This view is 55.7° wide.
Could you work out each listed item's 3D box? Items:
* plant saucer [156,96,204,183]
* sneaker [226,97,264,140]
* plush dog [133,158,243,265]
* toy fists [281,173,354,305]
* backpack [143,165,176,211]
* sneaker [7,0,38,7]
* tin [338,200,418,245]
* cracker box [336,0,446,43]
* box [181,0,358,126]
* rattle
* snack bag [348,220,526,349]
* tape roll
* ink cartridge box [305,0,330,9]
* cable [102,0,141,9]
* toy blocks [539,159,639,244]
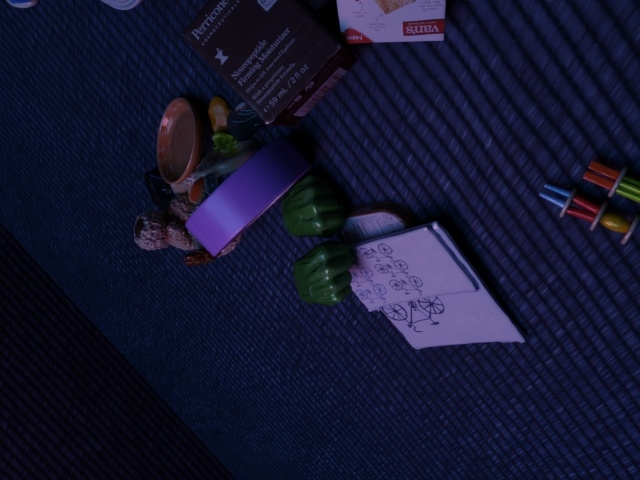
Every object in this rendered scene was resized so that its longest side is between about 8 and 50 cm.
[{"bbox_3d":[-0.320,-0.227,1.395,0.200,0.037,0.199,-5,84,52],"label":"plant saucer"},{"bbox_3d":[-0.102,-0.265,1.185,0.106,0.101,0.267,42,143,-2],"label":"sneaker"},{"bbox_3d":[-0.285,-0.040,1.480,0.225,0.262,0.210,25,166,31],"label":"plush dog"},{"bbox_3d":[0.000,0.000,1.278,0.142,0.096,0.279,-23,76,63],"label":"toy fists"},{"bbox_3d":[-0.390,-0.133,1.578,0.105,0.084,0.114,14,129,32],"label":"backpack"},{"bbox_3d":[-0.750,-0.624,1.460,0.152,0.058,0.084,35,150,22],"label":"sneaker"},{"bbox_3d":[0.116,-0.025,1.269,0.190,0.040,0.106,-8,115,46],"label":"tin"},{"bbox_3d":[0.096,-0.383,0.832,0.156,0.067,0.232,1,149,11],"label":"cracker box"},{"bbox_3d":[-0.075,-0.315,0.990,0.203,0.167,0.168,46,107,2],"label":"box"},{"bbox_3d":[-0.231,-0.193,1.284,0.130,0.199,0.142,20,136,28],"label":"rattle"},{"bbox_3d":[0.213,0.118,1.284,0.323,0.037,0.342,-17,120,49],"label":"snack bag"},{"bbox_3d":[-0.147,-0.091,1.245,0.090,0.275,0.275,46,142,-4],"label":"tape roll"},{"bbox_3d":[0.006,-0.477,0.899,0.153,0.087,0.208,44,142,-1],"label":"ink cartridge box"},{"bbox_3d":[-0.409,-0.586,1.169,0.257,0.089,0.257,26,140,21],"label":"cable"},{"bbox_3d":[0.423,-0.072,0.934,0.148,0.054,0.123,28,140,20],"label":"toy blocks"}]
